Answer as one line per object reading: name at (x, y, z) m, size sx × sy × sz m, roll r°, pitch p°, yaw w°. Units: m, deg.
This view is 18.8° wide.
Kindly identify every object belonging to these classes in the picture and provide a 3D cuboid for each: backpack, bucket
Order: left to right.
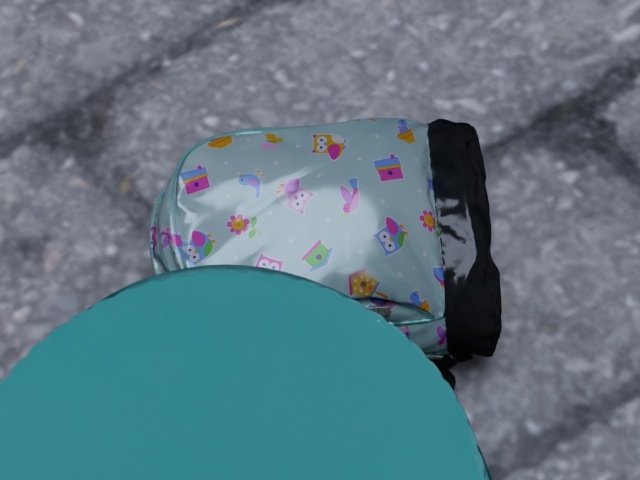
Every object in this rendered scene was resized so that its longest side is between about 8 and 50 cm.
bucket at (-0.041, 0.157, 0.918) m, size 0.281 × 0.183 × 0.281 m, roll -1°, pitch 62°, yaw 2°
backpack at (0.000, 0.000, 1.038) m, size 0.182 × 0.115 × 0.152 m, roll -4°, pitch 61°, yaw -2°
